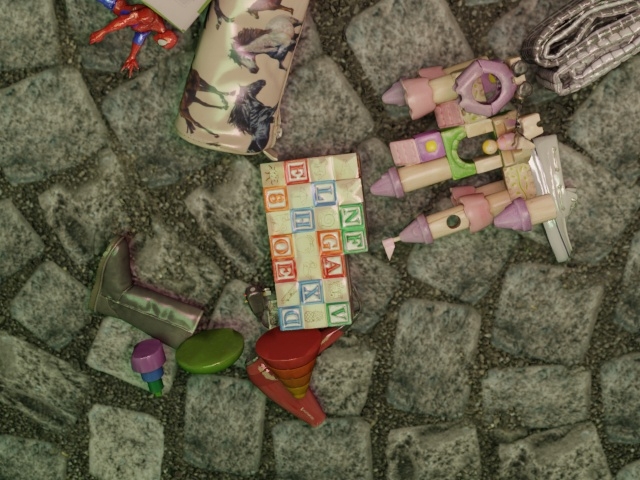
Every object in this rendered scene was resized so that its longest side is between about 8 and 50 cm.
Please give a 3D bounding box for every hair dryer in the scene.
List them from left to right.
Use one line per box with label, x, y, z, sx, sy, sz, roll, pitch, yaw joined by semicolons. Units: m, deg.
hair dryer;-0.033;0.222;1.572;0.223;0.080;0.294;-1;106;5

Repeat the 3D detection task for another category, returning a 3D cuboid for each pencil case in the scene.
pencil case;-0.102;-0.344;1.373;0.183;0.160;0.411;14;108;-17

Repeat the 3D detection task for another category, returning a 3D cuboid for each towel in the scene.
towel;0.451;-0.345;1.282;0.283;0.235;0.121;-33;95;13

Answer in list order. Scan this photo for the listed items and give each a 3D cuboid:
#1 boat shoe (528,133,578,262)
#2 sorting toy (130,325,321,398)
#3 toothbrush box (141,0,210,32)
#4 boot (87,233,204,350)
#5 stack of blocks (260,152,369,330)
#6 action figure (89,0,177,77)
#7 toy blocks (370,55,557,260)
boat shoe;0.411;-0.074;1.440;0.075;0.083;0.226;-18;103;11
sorting toy;-0.167;0.241;1.519;0.365;0.127;0.126;-5;115;12
toothbrush box;-0.215;-0.481;1.271;0.206;0.283;0.122;-46;131;15
boot;-0.320;0.104;1.568;0.208;0.076;0.190;25;121;5
stack of blocks;0.000;0.000;1.474;0.171;0.087;0.297;-6;96;7
action figure;-0.383;-0.385;1.424;0.280;0.091;0.139;31;100;-3
toy blocks;0.195;-0.131;1.326;0.260;0.309;0.289;-16;104;3
